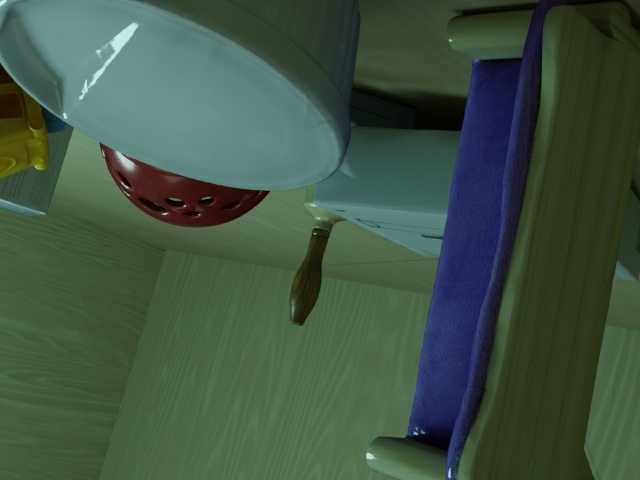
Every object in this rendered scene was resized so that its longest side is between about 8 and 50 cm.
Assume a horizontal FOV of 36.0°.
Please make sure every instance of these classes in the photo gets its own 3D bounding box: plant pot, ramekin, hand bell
[{"bbox_3d":[-0.121,-0.122,0.946,0.191,0.191,0.174,15,166,-2],"label":"plant pot"},{"bbox_3d":[-0.095,-0.154,0.732,0.273,0.127,0.273,16,161,5],"label":"ramekin"},{"bbox_3d":[0.000,0.000,1.366,0.126,0.242,0.126,14,172,2],"label":"hand bell"}]

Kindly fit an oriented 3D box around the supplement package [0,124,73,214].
[{"bbox_3d":[-0.549,-0.163,1.512,0.293,0.175,0.177,18,173,-24],"label":"supplement package"}]

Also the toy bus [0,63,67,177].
[{"bbox_3d":[-0.377,-0.181,1.135,0.211,0.220,0.149,-16,164,-16],"label":"toy bus"}]

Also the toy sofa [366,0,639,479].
[{"bbox_3d":[0.135,0.009,0.730,0.177,0.362,0.150,13,176,-42],"label":"toy sofa"}]

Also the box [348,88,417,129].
[{"bbox_3d":[0.014,-0.136,1.129,0.145,0.038,0.186,16,173,-10],"label":"box"}]

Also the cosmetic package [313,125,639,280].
[{"bbox_3d":[0.201,-0.035,1.126,0.284,0.097,0.377,8,174,27],"label":"cosmetic package"}]
